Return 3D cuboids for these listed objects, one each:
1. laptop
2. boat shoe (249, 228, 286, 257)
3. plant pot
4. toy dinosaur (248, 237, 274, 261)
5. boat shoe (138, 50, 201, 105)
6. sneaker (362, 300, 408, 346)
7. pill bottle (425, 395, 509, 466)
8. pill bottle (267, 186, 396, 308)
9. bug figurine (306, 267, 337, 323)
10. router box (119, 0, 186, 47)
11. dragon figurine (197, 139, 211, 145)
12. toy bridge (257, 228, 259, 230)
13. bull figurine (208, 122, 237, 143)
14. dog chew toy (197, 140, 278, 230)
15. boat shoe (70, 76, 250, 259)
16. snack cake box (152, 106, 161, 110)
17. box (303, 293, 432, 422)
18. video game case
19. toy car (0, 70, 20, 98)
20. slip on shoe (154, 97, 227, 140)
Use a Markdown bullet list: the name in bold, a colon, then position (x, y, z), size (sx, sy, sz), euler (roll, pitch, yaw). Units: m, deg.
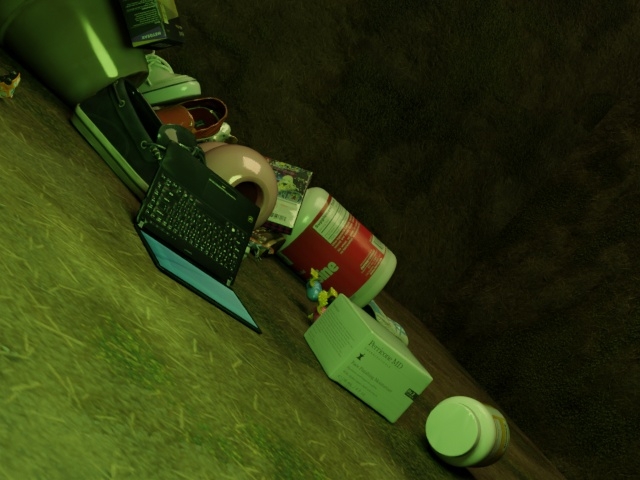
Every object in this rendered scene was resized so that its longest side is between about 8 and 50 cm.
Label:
- **laptop**: position (-0.179, -0.009, 1.353), size (0.136, 0.264, 0.234), euler (-6, -34, 42)
- **boat shoe**: position (-0.144, -0.001, 2.078), size (0.073, 0.073, 0.207), euler (44, 4, 7)
- **plant pot**: position (-0.536, -0.452, 1.806), size (0.280, 0.323, 0.323), euler (57, 3, -3)
- **toy dinosaur**: position (-0.152, 0.010, 1.900), size (0.082, 0.090, 0.047), euler (-6, 9, -17)
- **boat shoe**: position (-0.435, -0.408, 1.991), size (0.135, 0.157, 0.367), euler (-17, 14, -41)
- **sneaker**: position (0.174, 0.257, 2.415), size (0.237, 0.085, 0.086), euler (45, 30, -18)
- **pill bottle**: position (0.292, 0.385, 1.612), size (0.136, 0.136, 0.245), euler (44, 5, 28)
- **pill bottle**: position (0.000, 0.000, 2.277), size (0.407, 0.229, 0.229), euler (42, 4, -11)
- **bug figurine**: position (0.050, 0.195, 1.830), size (0.279, 0.072, 0.216), euler (46, 10, -6)
- **router box**: position (-0.390, -0.557, 1.799), size (0.309, 0.081, 0.243), euler (-100, 176, -77)
- **dragon figurine**: position (-0.390, -0.262, 2.024), size (0.289, 0.144, 0.085), euler (40, 4, -18)
- **toy bridge**: position (-0.254, -0.088, 2.294), size (0.188, 0.026, 0.063), euler (44, 6, 20)
- **bull figurine**: position (-0.354, -0.295, 2.406), size (0.101, 0.188, 0.310), euler (39, 5, -26)
- **dog chew toy**: position (-0.235, -0.135, 1.838), size (0.206, 0.207, 0.332), euler (39, -3, -34)
- **boat shoe**: position (-0.303, -0.150, 1.603), size (0.500, 0.156, 0.187), euler (45, 3, 22)
- **snack cake box**: position (-0.502, -0.348, 2.286), size (0.152, 0.089, 0.264), euler (38, 6, -38)
- **box**: position (0.089, 0.224, 1.546), size (0.181, 0.119, 0.182), euler (39, 4, -25)
- **video game case**: position (-0.157, -0.133, 2.109), size (0.232, 0.210, 0.042), euler (17, -39, -1)
- **toy car**: position (-0.544, -0.279, 1.385), size (0.122, 0.060, 0.041), euler (-122, -164, -54)
- **slip on shoe**: position (-0.349, -0.273, 1.902), size (0.331, 0.101, 0.123), euler (-26, 80, -46)
